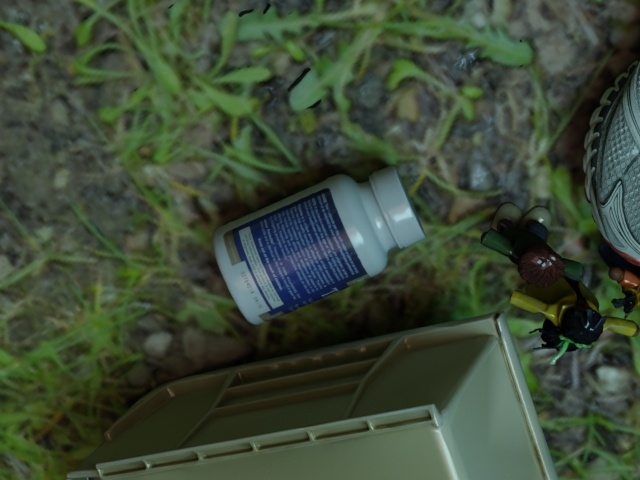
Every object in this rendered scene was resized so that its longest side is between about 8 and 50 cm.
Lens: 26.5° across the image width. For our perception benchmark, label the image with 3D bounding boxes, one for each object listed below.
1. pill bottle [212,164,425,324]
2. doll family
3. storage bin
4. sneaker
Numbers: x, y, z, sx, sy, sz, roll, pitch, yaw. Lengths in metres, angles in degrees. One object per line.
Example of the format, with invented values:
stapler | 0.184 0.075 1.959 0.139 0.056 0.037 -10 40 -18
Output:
pill bottle | 0.000 0.000 0.832 0.120 0.067 0.067 -24 107 7
doll family | 0.184 0.040 0.826 0.193 0.111 0.076 10 107 -5
storage bin | 0.016 0.208 0.824 0.260 0.123 0.262 -14 104 27
sneaker | 0.218 -0.092 0.778 0.088 0.093 0.225 18 96 -6
